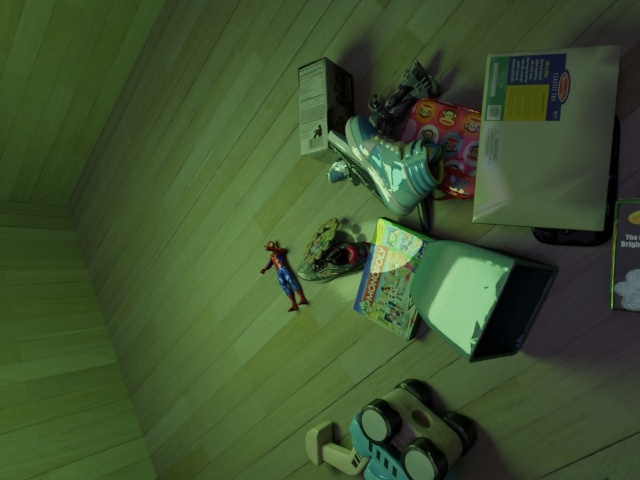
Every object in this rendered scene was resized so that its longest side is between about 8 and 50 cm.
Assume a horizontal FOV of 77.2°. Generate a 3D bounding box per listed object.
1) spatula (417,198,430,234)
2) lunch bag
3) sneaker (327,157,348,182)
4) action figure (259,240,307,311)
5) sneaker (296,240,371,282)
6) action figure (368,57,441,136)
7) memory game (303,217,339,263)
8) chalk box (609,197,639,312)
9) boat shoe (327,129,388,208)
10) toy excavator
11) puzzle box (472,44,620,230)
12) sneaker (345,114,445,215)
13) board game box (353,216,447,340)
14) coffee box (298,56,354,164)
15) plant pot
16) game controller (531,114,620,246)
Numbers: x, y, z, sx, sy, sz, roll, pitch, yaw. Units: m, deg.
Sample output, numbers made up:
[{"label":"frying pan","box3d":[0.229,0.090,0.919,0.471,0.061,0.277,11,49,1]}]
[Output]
[{"label":"spatula","box3d":[0.312,-0.004,1.184,0.084,0.030,0.297,-11,82,38]},{"label":"lunch bag","box3d":[0.355,-0.238,1.115,0.293,0.120,0.258,33,112,35]},{"label":"sneaker","box3d":[0.110,-0.238,1.317,0.211,0.080,0.081,-27,71,34]},{"label":"action figure","box3d":[-0.161,0.121,1.479,0.091,0.139,0.280,-37,65,29]},{"label":"sneaker","box3d":[0.030,0.066,1.345,0.299,0.112,0.121,-23,75,35]},{"label":"action figure","box3d":[0.216,-0.402,1.224,0.285,0.099,0.185,-40,47,20]},{"label":"memory game","box3d":[0.000,0.000,1.359,0.186,0.012,0.186,-47,20,23]},{"label":"chalk box","box3d":[0.696,0.004,0.801,0.180,0.179,0.289,5,90,38]},{"label":"boat shoe","box3d":[0.126,-0.213,1.229,0.301,0.108,0.102,38,115,-7]},{"label":"toy excavator","box3d":[0.159,0.615,1.182,0.433,0.222,0.445,35,117,34]},{"label":"puzzle box","box3d":[0.511,-0.232,0.926,0.272,0.052,0.409,6,91,19]},{"label":"sneaker","box3d":[0.213,-0.247,1.075,0.208,0.127,0.319,-39,81,46]},{"label":"board game box","box3d":[0.229,0.112,1.208,0.213,0.046,0.317,25,111,35]},{"label":"coffee box","box3d":[0.023,-0.423,1.337,0.118,0.168,0.297,-6,84,37]},{"label":"plant pot","box3d":[0.377,0.122,1.009,0.252,0.247,0.247,31,107,47]},{"label":"game controller","box3d":[0.600,-0.146,0.948,0.166,0.067,0.319,3,90,37]}]
